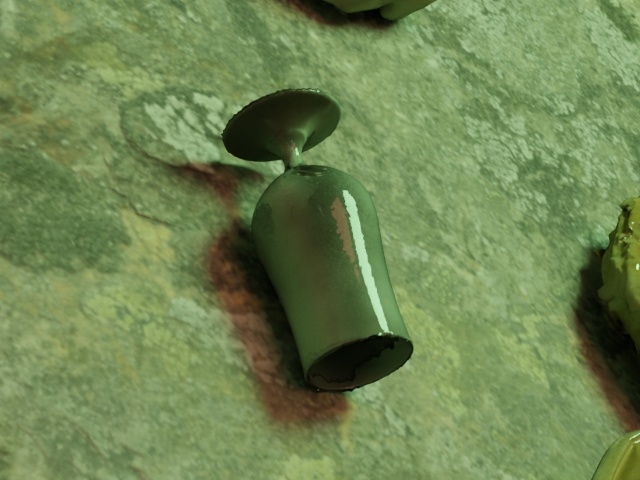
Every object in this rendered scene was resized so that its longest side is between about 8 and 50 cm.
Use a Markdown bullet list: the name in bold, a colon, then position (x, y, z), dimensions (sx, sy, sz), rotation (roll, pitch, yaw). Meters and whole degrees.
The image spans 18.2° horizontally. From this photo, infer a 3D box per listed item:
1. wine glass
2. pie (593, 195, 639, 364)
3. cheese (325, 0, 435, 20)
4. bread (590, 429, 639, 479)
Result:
- **wine glass**: position (0.000, 0.000, 1.571), dimensions (0.103, 0.103, 0.231), rotation (10, 50, -41)
- **pie**: position (0.395, 0.093, 1.890), dimensions (0.339, 0.083, 0.339), rotation (30, 30, -20)
- **cheese**: position (-0.003, -0.352, 1.928), dimensions (0.326, 0.115, 0.318), rotation (-13, 64, -50)
- **bread**: position (0.298, 0.242, 1.568), dimensions (0.192, 0.109, 0.210), rotation (6, 30, 19)
